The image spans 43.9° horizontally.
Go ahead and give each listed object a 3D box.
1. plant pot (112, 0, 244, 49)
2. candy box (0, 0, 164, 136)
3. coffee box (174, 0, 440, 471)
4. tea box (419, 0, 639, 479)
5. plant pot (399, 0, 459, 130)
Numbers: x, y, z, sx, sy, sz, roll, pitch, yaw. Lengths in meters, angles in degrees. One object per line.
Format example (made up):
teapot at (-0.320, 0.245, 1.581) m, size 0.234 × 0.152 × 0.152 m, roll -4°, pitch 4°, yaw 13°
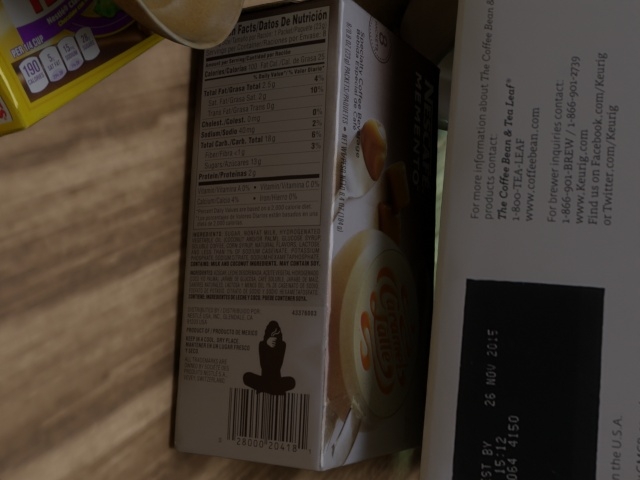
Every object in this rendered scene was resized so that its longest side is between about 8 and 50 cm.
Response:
plant pot at (-0.079, -0.197, 0.323) m, size 0.236 × 0.032 × 0.236 m, roll -4°, pitch 90°, yaw -77°
candy box at (-0.105, -0.143, 0.384) m, size 0.206 × 0.027 × 0.105 m, roll -54°, pitch 128°, yaw -47°
coffee box at (0.000, 0.000, 0.478) m, size 0.141 × 0.098 × 0.247 m, roll 15°, pitch 76°, yaw -59°
tea box at (0.198, 0.026, 0.535) m, size 0.323 × 0.220 × 0.329 m, roll 37°, pitch 58°, yaw -74°
plant pot at (0.199, -0.283, 0.680) m, size 0.323 × 0.323 × 0.280 m, roll 11°, pitch 61°, yaw -58°
